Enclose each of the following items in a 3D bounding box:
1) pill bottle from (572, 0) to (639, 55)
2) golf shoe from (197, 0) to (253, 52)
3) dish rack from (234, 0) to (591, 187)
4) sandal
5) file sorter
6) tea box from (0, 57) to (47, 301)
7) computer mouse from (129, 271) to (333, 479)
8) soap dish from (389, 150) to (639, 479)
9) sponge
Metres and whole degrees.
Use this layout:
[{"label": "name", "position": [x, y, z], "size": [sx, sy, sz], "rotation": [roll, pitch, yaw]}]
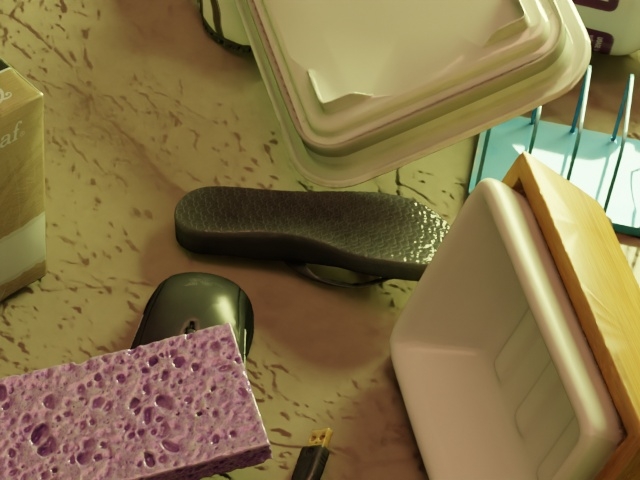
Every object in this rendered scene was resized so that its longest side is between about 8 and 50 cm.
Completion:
[{"label": "pill bottle", "position": [0.249, -0.275, 1.922], "size": [0.301, 0.169, 0.169], "rotation": [14, 46, 5]}, {"label": "golf shoe", "position": [-0.090, -0.262, 1.920], "size": [0.077, 0.094, 0.198], "rotation": [-21, 54, -27]}, {"label": "dish rack", "position": [0.062, -0.232, 1.779], "size": [0.285, 0.072, 0.333], "rotation": [-23, 58, 5]}, {"label": "sandal", "position": [0.000, -0.001, 1.714], "size": [0.254, 0.054, 0.097], "rotation": [9, 38, 14]}, {"label": "file sorter", "position": [0.231, -0.093, 1.789], "size": [0.170, 0.104, 0.118], "rotation": [12, 46, 4]}, {"label": "tea box", "position": [-0.445, -0.058, 1.586], "size": [0.329, 0.220, 0.323], "rotation": [-31, 56, -31]}, {"label": "computer mouse", "position": [-0.074, 0.117, 1.577], "size": [0.184, 0.060, 0.262], "rotation": [12, 46, 5]}, {"label": "soap dish", "position": [0.169, 0.112, 1.511], "size": [0.118, 0.229, 0.291], "rotation": [7, 43, -24]}, {"label": "sponge", "position": [-0.152, 0.140, 1.513], "size": [0.210, 0.031, 0.117], "rotation": [-14, 57, -6]}]
